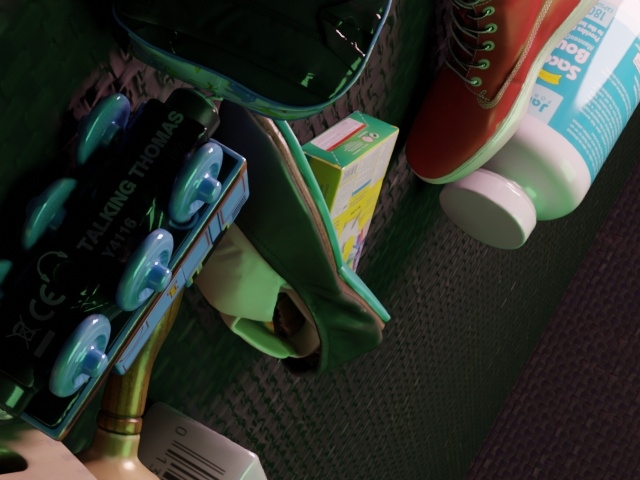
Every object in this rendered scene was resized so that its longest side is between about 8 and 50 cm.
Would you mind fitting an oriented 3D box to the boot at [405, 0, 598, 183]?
[{"bbox_3d":[0.115,-0.161,1.046,0.176,0.088,0.244,10,117,-55],"label":"boot"}]

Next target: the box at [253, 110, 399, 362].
[{"bbox_3d":[0.000,0.000,0.984,0.105,0.043,0.179,-38,147,-56],"label":"box"}]

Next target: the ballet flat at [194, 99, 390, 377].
[{"bbox_3d":[-0.026,0.018,0.824,0.096,0.095,0.280,-37,145,-5],"label":"ballet flat"}]

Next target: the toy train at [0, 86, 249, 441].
[{"bbox_3d":[-0.104,0.011,0.636,0.184,0.080,0.105,-58,168,-16],"label":"toy train"}]

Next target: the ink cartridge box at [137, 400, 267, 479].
[{"bbox_3d":[-0.139,0.322,0.973,0.308,0.091,0.385,-57,161,-19],"label":"ink cartridge box"}]

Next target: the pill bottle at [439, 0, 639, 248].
[{"bbox_3d":[0.218,-0.122,1.263,0.264,0.146,0.146,-57,162,-21],"label":"pill bottle"}]

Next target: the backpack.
[{"bbox_3d":[-0.029,-0.112,0.606,0.105,0.114,0.084,-63,-177,-7],"label":"backpack"}]

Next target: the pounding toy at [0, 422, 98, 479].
[{"bbox_3d":[-0.176,0.152,0.619,0.141,0.100,0.130,3,120,-57],"label":"pounding toy"}]

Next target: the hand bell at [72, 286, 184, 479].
[{"bbox_3d":[-0.110,0.093,0.736,0.126,0.126,0.242,8,97,-72],"label":"hand bell"}]
